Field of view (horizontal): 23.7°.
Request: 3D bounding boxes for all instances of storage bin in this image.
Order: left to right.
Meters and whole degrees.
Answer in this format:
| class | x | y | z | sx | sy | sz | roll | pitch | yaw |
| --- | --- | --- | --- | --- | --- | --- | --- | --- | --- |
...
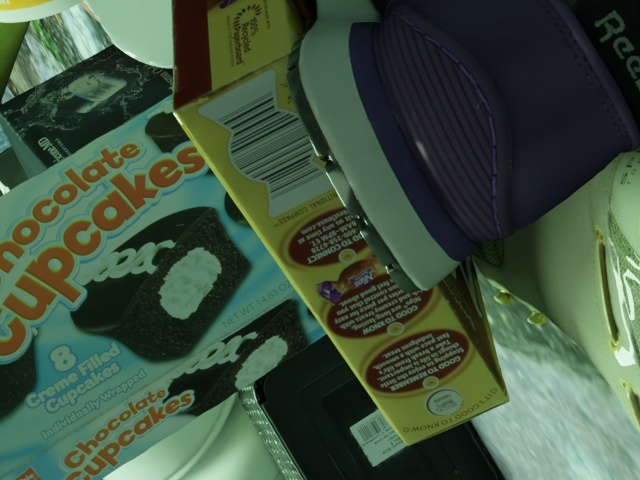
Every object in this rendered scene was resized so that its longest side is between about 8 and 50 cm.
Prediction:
| class | x | y | z | sx | sy | sz | roll | pitch | yaw |
| --- | --- | --- | --- | --- | --- | --- | --- | --- | --- |
| storage bin | 0.035 | 0.144 | 1.095 | 0.180 | 0.122 | 0.084 | 59 | 167 | -1 |

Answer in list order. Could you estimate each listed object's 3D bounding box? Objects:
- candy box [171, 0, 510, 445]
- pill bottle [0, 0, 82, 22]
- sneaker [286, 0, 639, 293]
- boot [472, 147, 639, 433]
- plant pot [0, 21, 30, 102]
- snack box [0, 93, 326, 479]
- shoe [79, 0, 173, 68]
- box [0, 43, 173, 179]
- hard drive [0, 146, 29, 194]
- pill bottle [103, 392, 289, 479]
| class | x | y | z | sx | sy | sz | roll | pitch | yaw |
| --- | --- | --- | --- | --- | --- | --- | --- | --- | --- |
| candy box | 0.008 | -0.020 | 0.600 | 0.187 | 0.053 | 0.109 | 55 | -164 | -33 |
| pill bottle | -0.233 | -0.295 | 1.033 | 0.162 | 0.162 | 0.278 | 50 | 165 | 34 |
| sneaker | 0.066 | -0.087 | 0.550 | 0.107 | 0.124 | 0.283 | 56 | -166 | -26 |
| boot | 0.133 | 0.044 | 0.612 | 0.165 | 0.077 | 0.213 | 33 | 146 | 62 |
| plant pot | -0.356 | -0.173 | 1.267 | 0.276 | 0.276 | 0.254 | 56 | 136 | 11 |
| snack box | -0.110 | 0.022 | 0.917 | 0.187 | 0.322 | 0.060 | 49 | 166 | 37 |
| shoe | -0.153 | -0.195 | 1.197 | 0.178 | 0.063 | 0.081 | 39 | -169 | 15 |
| box | -0.151 | -0.079 | 1.215 | 0.156 | 0.158 | 0.093 | 42 | 158 | 51 |
| hard drive | -0.191 | -0.004 | 1.474 | 0.237 | 0.064 | 0.339 | 58 | -171 | -5 |
| pill bottle | -0.041 | 0.195 | 1.214 | 0.283 | 0.160 | 0.160 | 40 | 175 | -24 |
